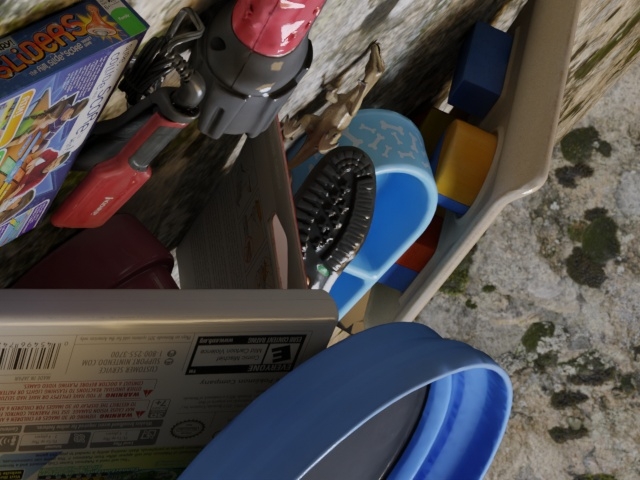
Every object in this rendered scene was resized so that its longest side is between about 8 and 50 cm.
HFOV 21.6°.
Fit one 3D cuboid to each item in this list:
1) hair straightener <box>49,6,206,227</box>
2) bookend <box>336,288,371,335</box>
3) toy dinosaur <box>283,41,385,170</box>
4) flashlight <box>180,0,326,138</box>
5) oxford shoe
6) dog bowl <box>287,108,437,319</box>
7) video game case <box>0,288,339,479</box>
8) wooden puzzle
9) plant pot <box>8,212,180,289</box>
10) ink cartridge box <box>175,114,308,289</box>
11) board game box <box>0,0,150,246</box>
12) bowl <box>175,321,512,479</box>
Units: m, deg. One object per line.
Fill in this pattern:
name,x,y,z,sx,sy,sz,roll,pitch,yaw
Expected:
hair straightener,-0.124,-0.085,1.047,0.047,0.089,0.230,1,159,-24
bookend,0.003,0.023,1.992,0.157,0.156,0.072,32,108,-37
toy dinosaur,0.004,-0.103,1.562,0.183,0.053,0.092,-47,172,17
flashlight,-0.015,-0.168,1.046,0.103,0.103,0.304,-8,154,-28
oxford shoe,-0.017,0.010,1.588,0.227,0.083,0.096,-66,-162,10
dog bowl,0.000,0.000,1.697,0.166,0.074,0.297,23,117,-44
video game case,-0.180,0.153,1.220,0.329,0.036,0.300,1,131,-27
wooden puzzle,0.146,-0.097,1.833,0.348,0.081,0.322,-49,-161,50
plant pot,-0.168,0.109,1.369,0.201,0.180,0.201,-42,171,-8
ink cartridge box,-0.043,0.064,1.441,0.066,0.296,0.261,7,144,-24
board game box,-0.191,-0.051,0.996,0.136,0.035,0.201,-34,167,-45
bowl,-0.011,0.224,1.303,0.391,0.077,0.391,-38,153,-23
